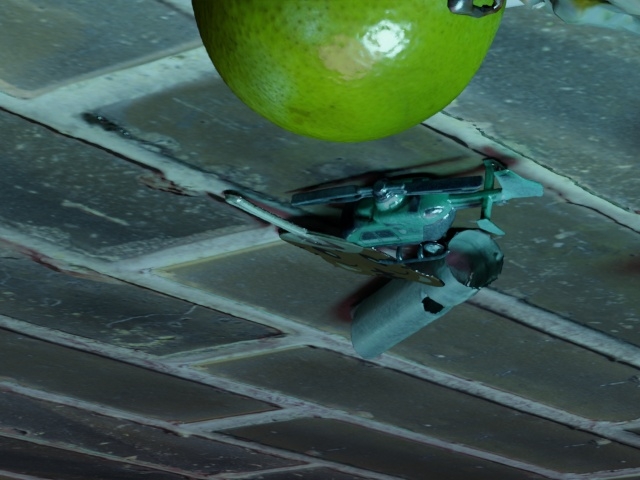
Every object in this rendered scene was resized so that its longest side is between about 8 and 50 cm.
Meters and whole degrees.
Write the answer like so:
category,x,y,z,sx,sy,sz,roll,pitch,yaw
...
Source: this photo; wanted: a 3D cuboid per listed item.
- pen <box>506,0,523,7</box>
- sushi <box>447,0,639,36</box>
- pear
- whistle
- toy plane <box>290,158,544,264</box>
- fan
category,x,y,z,sx,sy,sz,roll,pitch,yaw
pen,0.150,-0.165,1.106,0.269,0.033,0.033,-6,161,22
sushi,0.187,-0.184,0.758,0.418,0.175,0.417,14,177,1
pear,-0.006,-0.152,0.986,0.216,0.166,0.180,30,171,-4
whistle,0.094,0.059,1.773,0.062,0.062,0.312,7,162,-18
toy plane,0.090,-0.031,1.505,0.235,0.060,0.096,-7,148,36
fan,0.000,0.000,1.615,0.227,0.008,0.152,26,169,-38
